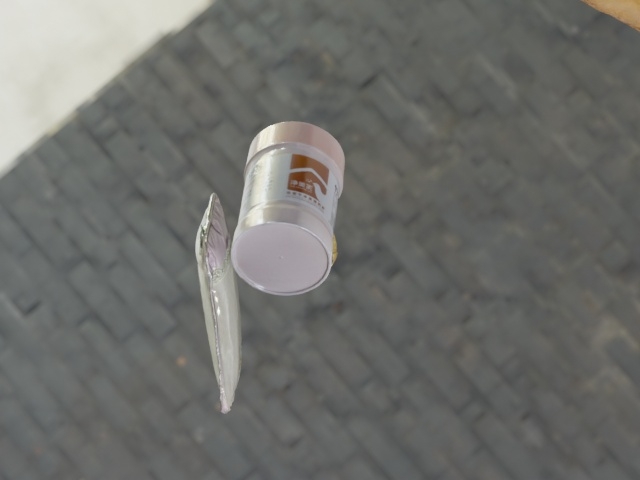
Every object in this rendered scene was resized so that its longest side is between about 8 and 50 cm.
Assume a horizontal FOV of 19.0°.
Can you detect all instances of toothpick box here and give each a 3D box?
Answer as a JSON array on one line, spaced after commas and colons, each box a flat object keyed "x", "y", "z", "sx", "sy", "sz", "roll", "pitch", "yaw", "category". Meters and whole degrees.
[{"x": -0.030, "y": -0.032, "z": 1.857, "sx": 0.098, "sy": 0.098, "sz": 0.149, "roll": 53, "pitch": 29, "yaw": -35, "category": "toothpick box"}]

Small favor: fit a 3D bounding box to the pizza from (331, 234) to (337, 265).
[{"x": 0.000, "y": 0.000, "z": 2.277, "sx": 0.016, "sy": 0.037, "sz": 0.083, "roll": 39, "pitch": 21, "yaw": -46, "category": "pizza"}]

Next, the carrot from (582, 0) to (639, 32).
[{"x": 0.126, "y": -0.162, "z": 0.970, "sx": 0.205, "sy": 0.072, "sz": 0.072, "roll": 26, "pitch": -3, "yaw": -6, "category": "carrot"}]

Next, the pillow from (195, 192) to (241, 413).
[{"x": -0.107, "y": 0.070, "z": 2.043, "sx": 0.131, "sy": 0.038, "sz": 0.233, "roll": -89, "pitch": 175, "yaw": -61, "category": "pillow"}]
